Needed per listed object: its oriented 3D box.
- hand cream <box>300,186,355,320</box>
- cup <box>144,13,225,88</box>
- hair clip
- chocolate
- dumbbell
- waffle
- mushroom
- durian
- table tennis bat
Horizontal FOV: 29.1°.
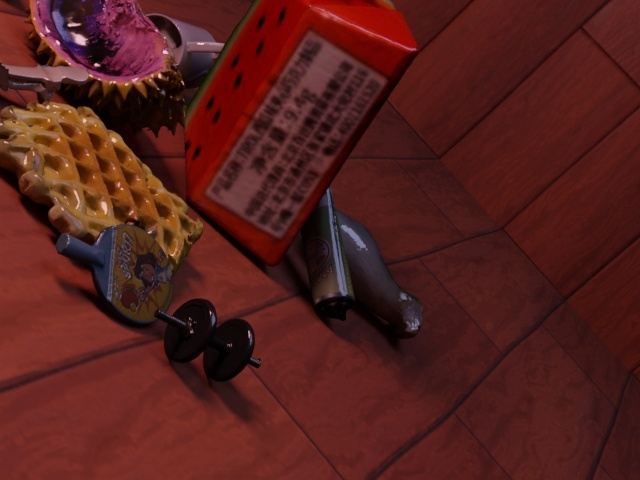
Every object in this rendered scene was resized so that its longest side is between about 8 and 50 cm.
[{"bbox_3d":[0.000,0.000,1.683,0.055,0.086,0.235,5,62,-33],"label":"hand cream"},{"bbox_3d":[-0.206,-0.272,1.833,0.136,0.099,0.133,30,10,16],"label":"cup"},{"bbox_3d":[-0.358,-0.183,1.337,0.226,0.072,0.034,13,30,-49],"label":"hair clip"},{"bbox_3d":[-0.044,-0.204,1.666,0.161,0.360,0.341,26,22,-19],"label":"chocolate"},{"bbox_3d":[-0.111,0.100,1.231,0.147,0.069,0.069,33,21,-40],"label":"dumbbell"},{"bbox_3d":[-0.238,-0.058,1.318,0.250,0.056,0.261,46,20,-4],"label":"waffle"},{"bbox_3d":[0.070,0.048,1.801,0.225,0.093,0.116,41,-5,-1],"label":"mushroom"},{"bbox_3d":[-0.263,-0.227,1.556,0.260,0.154,0.186,57,-3,41],"label":"durian"},{"bbox_3d":[-0.197,0.027,1.202,0.155,0.019,0.100,31,54,-48],"label":"table tennis bat"}]
